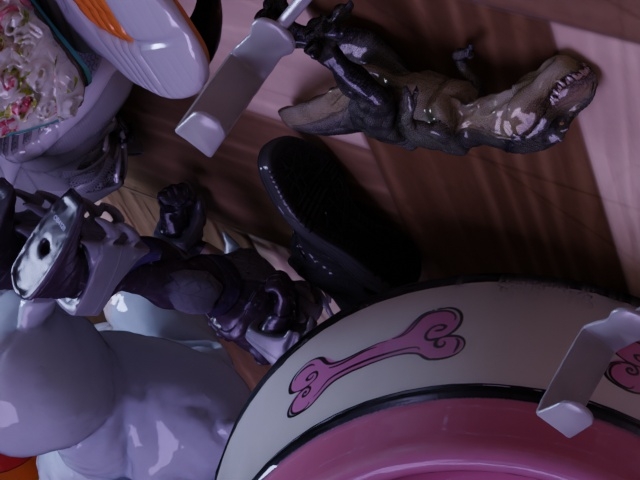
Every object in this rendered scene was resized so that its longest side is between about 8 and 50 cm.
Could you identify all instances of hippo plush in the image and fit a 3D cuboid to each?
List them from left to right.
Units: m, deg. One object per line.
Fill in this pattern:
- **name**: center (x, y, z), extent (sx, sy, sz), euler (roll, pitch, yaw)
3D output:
- **hippo plush**: center (-0.185, 0.134, 1.319), extent (0.236, 0.234, 0.294), euler (15, -161, -41)

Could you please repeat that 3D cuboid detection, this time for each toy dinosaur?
- **toy dinosaur**: center (0.023, -0.088, 0.964), extent (0.118, 0.064, 0.268), euler (42, 161, -32)

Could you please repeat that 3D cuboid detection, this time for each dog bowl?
- **dog bowl**: center (0.111, 0.233, 1.060), extent (0.408, 0.150, 0.408), euler (6, 115, 12)

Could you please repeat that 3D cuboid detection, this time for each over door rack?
- **over door rack**: center (0.117, -0.086, 0.734), extent (0.239, 0.108, 0.324), euler (38, 137, -7)

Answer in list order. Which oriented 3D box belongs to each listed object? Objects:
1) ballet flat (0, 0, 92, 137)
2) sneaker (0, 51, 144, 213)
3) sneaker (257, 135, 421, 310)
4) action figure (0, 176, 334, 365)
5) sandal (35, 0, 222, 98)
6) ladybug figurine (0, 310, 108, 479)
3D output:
- **ballet flat**: center (-0.230, -0.159, 1.058), extent (0.241, 0.077, 0.091), euler (52, 168, 10)
- **sneaker**: center (-0.170, -0.084, 1.232), extent (0.115, 0.105, 0.281), euler (5, 162, -24)
- **sneaker**: center (0.001, -0.002, 1.167), extent (0.170, 0.051, 0.089), euler (42, 154, -27)
- **action figure**: center (-0.089, 0.024, 1.205), extent (0.285, 0.099, 0.185), euler (13, -167, -44)
- **sandal**: center (-0.112, -0.154, 1.013), extent (0.265, 0.076, 0.102), euler (29, 151, 60)
- **ladybug figurine**: center (-0.284, 0.171, 1.617), extent (0.162, 0.305, 0.449), euler (43, 160, 34)
